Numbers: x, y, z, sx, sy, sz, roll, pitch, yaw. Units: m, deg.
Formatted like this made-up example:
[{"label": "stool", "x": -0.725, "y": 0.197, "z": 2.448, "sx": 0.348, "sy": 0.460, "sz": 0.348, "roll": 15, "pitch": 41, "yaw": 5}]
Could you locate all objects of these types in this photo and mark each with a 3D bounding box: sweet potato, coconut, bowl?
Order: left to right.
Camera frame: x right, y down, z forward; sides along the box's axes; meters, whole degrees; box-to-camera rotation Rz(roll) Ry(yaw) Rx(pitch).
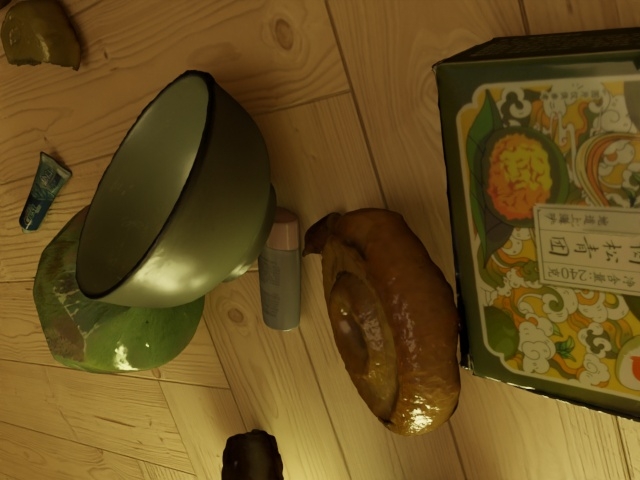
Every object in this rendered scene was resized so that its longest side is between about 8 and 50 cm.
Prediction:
[{"label": "coconut", "x": -0.356, "y": 0.086, "z": 1.234, "sx": 0.328, "sy": 0.281, "sz": 0.328, "roll": -24, "pitch": 58, "yaw": 44}, {"label": "bowl", "x": -0.187, "y": -0.050, "z": 1.023, "sx": 0.185, "sy": 0.353, "sz": 0.354, "roll": 27, "pitch": 148, "yaw": -33}, {"label": "sweet potato", "x": 0.000, "y": 0.000, "z": 1.033, "sx": 0.049, "sy": 0.049, "sz": 0.117, "roll": 54, "pitch": 142, "yaw": 4}]

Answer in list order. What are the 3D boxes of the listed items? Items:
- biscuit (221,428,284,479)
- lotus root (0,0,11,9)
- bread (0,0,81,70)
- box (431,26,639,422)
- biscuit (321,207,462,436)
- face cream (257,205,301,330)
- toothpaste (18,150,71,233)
[{"label": "biscuit", "x": -0.121, "y": 0.508, "z": 1.259, "sx": 0.332, "sy": 0.103, "sz": 0.332, "roll": 180, "pitch": 90, "yaw": -77}, {"label": "lotus root", "x": -0.627, "y": -0.489, "z": 1.241, "sx": 0.310, "sy": 0.183, "sz": 0.182, "roll": 9, "pitch": 118, "yaw": 31}, {"label": "bread", "x": -0.498, "y": -0.368, "z": 1.245, "sx": 0.156, "sy": 0.086, "sz": 0.125, "roll": 14, "pitch": 114, "yaw": 32}, {"label": "box", "x": 0.330, "y": -0.008, "z": 0.670, "sx": 0.420, "sy": 0.138, "sz": 0.373, "roll": 8, "pitch": 117, "yaw": 39}, {"label": "biscuit", "x": 0.077, "y": 0.104, "z": 0.894, "sx": 0.296, "sy": 0.102, "sz": 0.296, "roll": 166, "pitch": 90, "yaw": -75}, {"label": "face cream", "x": -0.064, "y": 0.045, "z": 1.106, "sx": 0.084, "sy": 0.057, "sz": 0.198, "roll": 25, "pitch": 125, "yaw": 39}, {"label": "toothpaste", "x": -0.608, "y": -0.091, "z": 1.522, "sx": 0.268, "sy": 0.047, "sz": 0.069, "roll": -45, "pitch": 68, "yaw": 42}]
